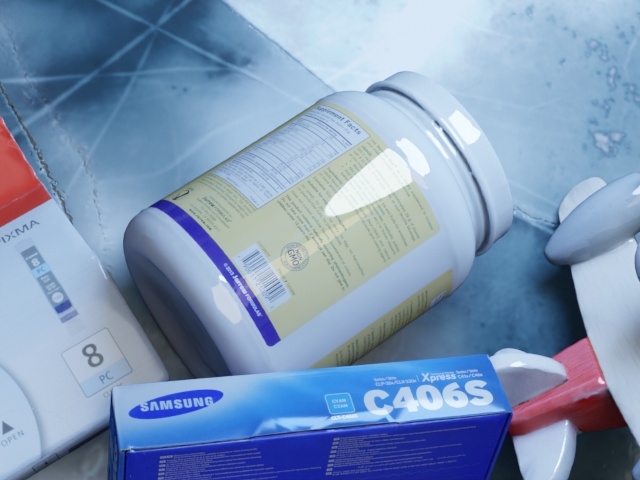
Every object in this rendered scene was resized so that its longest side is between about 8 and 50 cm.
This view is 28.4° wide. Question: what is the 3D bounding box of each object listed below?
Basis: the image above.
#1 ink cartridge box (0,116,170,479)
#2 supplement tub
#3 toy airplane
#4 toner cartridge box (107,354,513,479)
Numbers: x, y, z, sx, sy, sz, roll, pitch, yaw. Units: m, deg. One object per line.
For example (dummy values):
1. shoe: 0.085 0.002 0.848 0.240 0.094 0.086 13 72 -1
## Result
1. ink cartridge box: -0.371 0.058 1.217 0.308 0.091 0.385 -31 84 -13
2. supplement tub: 0.000 0.000 1.254 0.331 0.241 0.241 -34 86 -18
3. toy airplane: 0.332 0.090 1.253 0.386 0.272 0.384 22 53 35
4. toner cartridge box: -0.015 0.195 1.148 0.348 0.165 0.075 -3 43 -15
